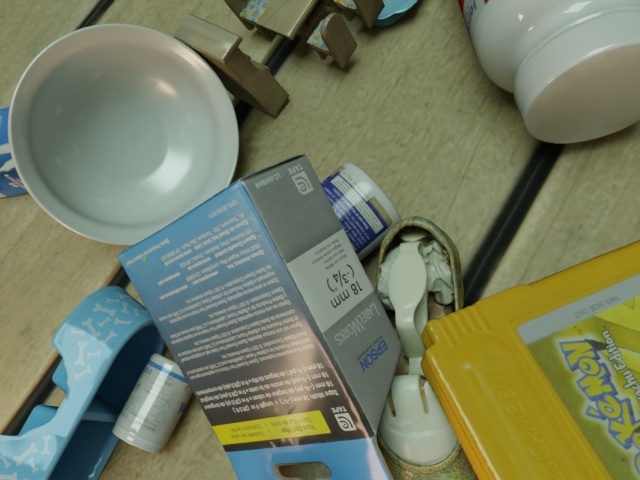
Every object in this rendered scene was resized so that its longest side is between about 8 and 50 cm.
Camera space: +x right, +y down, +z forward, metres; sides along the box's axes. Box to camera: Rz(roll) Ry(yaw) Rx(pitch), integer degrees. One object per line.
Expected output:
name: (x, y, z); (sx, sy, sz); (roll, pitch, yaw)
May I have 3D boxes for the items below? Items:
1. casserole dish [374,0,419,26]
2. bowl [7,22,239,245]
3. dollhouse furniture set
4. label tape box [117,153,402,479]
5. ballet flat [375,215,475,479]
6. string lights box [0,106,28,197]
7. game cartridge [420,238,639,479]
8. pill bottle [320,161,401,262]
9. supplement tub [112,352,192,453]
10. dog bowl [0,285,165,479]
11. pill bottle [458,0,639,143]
casserole dish: (0.087, -0.409, 0.950); (0.114, 0.037, 0.188); (-40, 62, -3)
bowl: (-0.278, -0.145, 0.851); (0.298, 0.298, 0.134); (-53, 23, -10)
dollhouse furniture set: (-0.071, -0.336, 0.875); (0.212, 0.161, 0.242); (32, 88, 29)
label tape box: (-0.049, 0.111, 0.643); (0.240, 0.106, 0.334); (-23, 96, 42)
ballet flat: (0.106, 0.132, 0.657); (0.123, 0.123, 0.349); (-3, 66, 16)
string lights box: (-0.461, -0.157, 0.986); (0.259, 0.077, 0.133); (-7, 67, 14)
game cartridge: (0.290, 0.155, 0.564); (0.323, 0.053, 0.285); (-18, 61, -16)
pill bottle: (0.000, 0.000, 0.750); (0.186, 0.112, 0.112); (-40, 61, -3)
supplement tub: (-0.206, 0.204, 0.748); (0.071, 0.071, 0.107); (19, 75, 24)
dog bowl: (-0.291, 0.204, 0.729); (0.074, 0.166, 0.297); (22, 74, 13)
pill bottle: (0.287, -0.337, 0.745); (0.229, 0.229, 0.408); (-14, 63, 11)
